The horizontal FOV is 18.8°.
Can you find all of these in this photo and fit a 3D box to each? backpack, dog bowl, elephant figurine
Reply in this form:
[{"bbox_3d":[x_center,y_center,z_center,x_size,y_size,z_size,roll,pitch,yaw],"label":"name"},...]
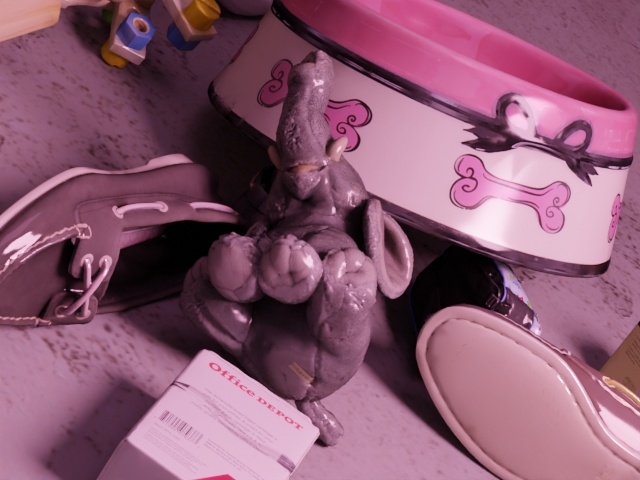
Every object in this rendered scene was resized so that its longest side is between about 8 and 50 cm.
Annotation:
[{"bbox_3d":[0.133,0.062,1.702,0.084,0.105,0.114,43,18,-33],"label":"backpack"},{"bbox_3d":[0.110,-0.123,1.787,0.408,0.150,0.408,23,13,-6],"label":"dog bowl"},{"bbox_3d":[0.000,0.000,1.551,0.169,0.186,0.239,27,37,-3],"label":"elephant figurine"}]

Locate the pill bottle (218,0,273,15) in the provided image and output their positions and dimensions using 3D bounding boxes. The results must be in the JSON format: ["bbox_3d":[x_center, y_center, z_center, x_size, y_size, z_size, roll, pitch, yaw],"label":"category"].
[{"bbox_3d":[-0.115,-0.385,2.057,0.161,0.161,0.283,-3,46,-47],"label":"pill bottle"}]

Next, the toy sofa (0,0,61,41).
[{"bbox_3d":[-0.366,-0.341,1.690,0.150,0.177,0.362,-21,57,-34],"label":"toy sofa"}]

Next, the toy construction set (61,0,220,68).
[{"bbox_3d":[-0.224,-0.317,1.852,0.215,0.151,0.328,17,33,-33],"label":"toy construction set"}]

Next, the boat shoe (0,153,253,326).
[{"bbox_3d":[-0.154,0.006,1.484,0.095,0.112,0.335,36,25,14],"label":"boat shoe"}]

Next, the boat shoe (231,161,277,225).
[{"bbox_3d":[-0.021,-0.044,1.738,0.075,0.065,0.206,38,29,8],"label":"boat shoe"}]

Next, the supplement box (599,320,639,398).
[{"bbox_3d":[0.314,0.130,1.792,0.056,0.083,0.083,7,39,-39],"label":"supplement box"}]

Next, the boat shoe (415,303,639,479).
[{"bbox_3d":[0.219,0.162,1.625,0.324,0.116,0.097,38,24,0],"label":"boat shoe"}]

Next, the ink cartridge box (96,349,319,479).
[{"bbox_3d":[-0.080,0.157,1.378,0.109,0.063,0.150,35,29,3],"label":"ink cartridge box"}]
